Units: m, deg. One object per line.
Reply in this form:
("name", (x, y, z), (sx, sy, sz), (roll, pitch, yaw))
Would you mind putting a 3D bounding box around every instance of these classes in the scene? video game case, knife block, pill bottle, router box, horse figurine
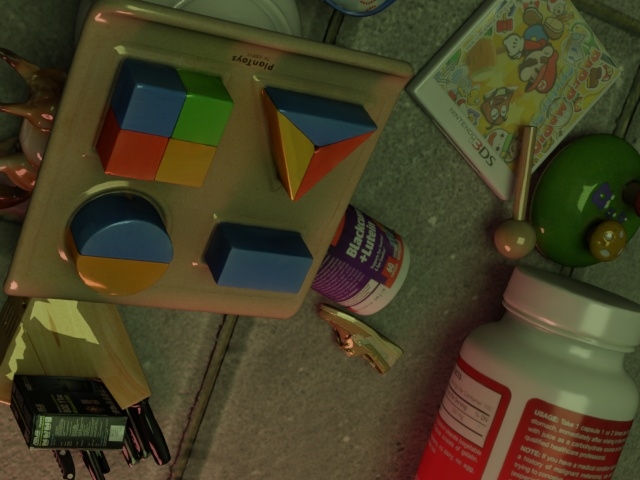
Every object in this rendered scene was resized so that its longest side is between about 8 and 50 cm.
("video game case", (0.243, -0.197, 1.396), (0.227, 0.026, 0.206), (-48, 118, -5))
("knife block", (-0.236, 0.132, 1.243), (0.242, 0.088, 0.275), (22, 95, -29))
("pill bottle", (0.258, 0.248, 1.422), (0.229, 0.229, 0.407), (15, 99, -27))
("router box", (-0.253, 0.170, 1.127), (0.092, 0.122, 0.038), (5, 100, -25))
("pill bottle", (0.000, 0.000, 1.298), (0.193, 0.108, 0.108), (30, 92, -29))
("horse figurine", (-0.294, -0.104, 1.111), (0.174, 0.066, 0.263), (12, 140, -25))

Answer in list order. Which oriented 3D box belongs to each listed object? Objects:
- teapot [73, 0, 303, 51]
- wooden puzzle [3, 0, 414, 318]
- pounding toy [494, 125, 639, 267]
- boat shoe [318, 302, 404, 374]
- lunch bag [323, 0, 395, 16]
("teapot", (-0.112, -0.186, 1.136), (0.256, 0.187, 0.252), (-15, 117, -23))
("wooden puzzle", (-0.103, -0.045, 1.082), (0.322, 0.080, 0.348), (7, 127, -30))
("pounding toy", (0.349, -0.038, 1.429), (0.237, 0.110, 0.183), (6, 107, -33))
("boat shoe", (0.045, 0.123, 1.389), (0.135, 0.050, 0.045), (35, 84, -29))
("lunch bag", (0.019, -0.389, 1.127), (0.243, 0.115, 0.303), (-35, 122, 29))
